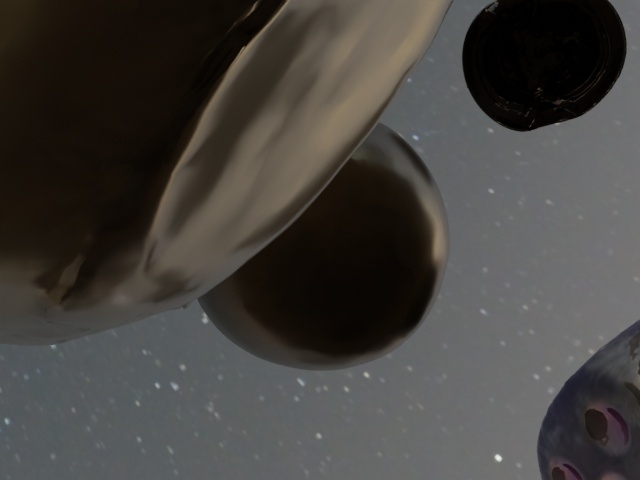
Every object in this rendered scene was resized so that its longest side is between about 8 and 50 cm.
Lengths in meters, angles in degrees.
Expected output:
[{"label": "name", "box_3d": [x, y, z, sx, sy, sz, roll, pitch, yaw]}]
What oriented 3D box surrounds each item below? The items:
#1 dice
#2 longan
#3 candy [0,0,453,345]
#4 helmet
[{"label": "dice", "box_3d": [0.430, 0.237, 1.396, 0.270, 0.270, 0.271, -19, -32, -29]}, {"label": "longan", "box_3d": [0.000, 0.000, 1.140, 0.258, 0.258, 0.258, -10, -65, -23]}, {"label": "candy", "box_3d": [-0.066, -0.093, 0.449, 0.185, 0.295, 0.295, 39, -89, 11]}, {"label": "helmet", "box_3d": [0.239, -0.203, 1.381, 0.177, 0.107, 0.153, -19, -85, -3]}]
